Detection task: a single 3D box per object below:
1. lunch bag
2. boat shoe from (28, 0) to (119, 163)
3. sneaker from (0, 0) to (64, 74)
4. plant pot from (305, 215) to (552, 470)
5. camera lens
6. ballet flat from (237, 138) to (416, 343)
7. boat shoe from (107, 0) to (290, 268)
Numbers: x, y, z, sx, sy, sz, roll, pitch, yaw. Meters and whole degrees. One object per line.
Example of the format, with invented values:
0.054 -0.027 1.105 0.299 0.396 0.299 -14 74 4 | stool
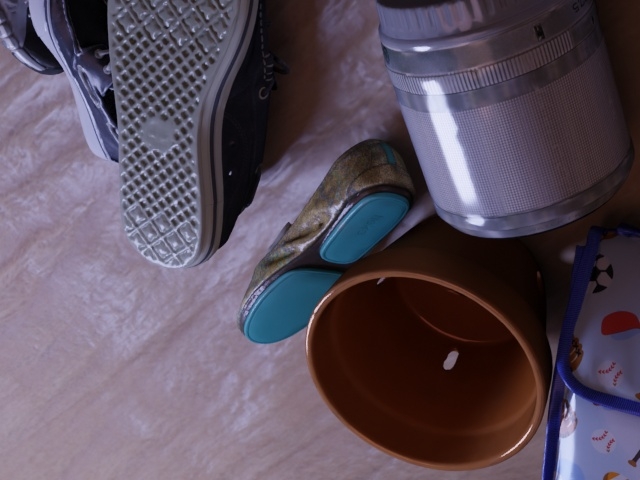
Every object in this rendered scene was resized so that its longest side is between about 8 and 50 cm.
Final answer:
0.430 0.188 1.375 0.327 0.239 0.385 13 112 18 | lunch bag
-0.263 -0.219 1.484 0.102 0.108 0.301 18 134 38 | boat shoe
-0.357 -0.320 1.489 0.132 0.086 0.229 -22 110 33 | sneaker
0.151 0.102 1.459 0.291 0.203 0.291 13 128 17 | plant pot
0.191 -0.156 1.247 0.219 0.219 0.274 -7 119 30 | camera lens
0.000 0.000 1.524 0.123 0.123 0.348 38 130 -3 | ballet flat
-0.140 -0.206 1.420 0.186 0.156 0.500 20 121 22 | boat shoe
